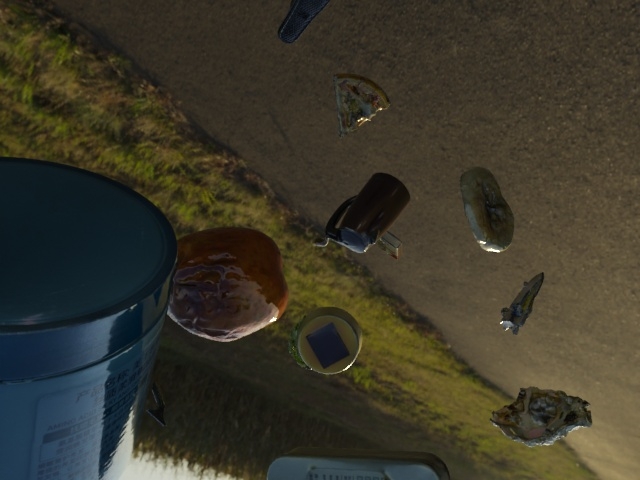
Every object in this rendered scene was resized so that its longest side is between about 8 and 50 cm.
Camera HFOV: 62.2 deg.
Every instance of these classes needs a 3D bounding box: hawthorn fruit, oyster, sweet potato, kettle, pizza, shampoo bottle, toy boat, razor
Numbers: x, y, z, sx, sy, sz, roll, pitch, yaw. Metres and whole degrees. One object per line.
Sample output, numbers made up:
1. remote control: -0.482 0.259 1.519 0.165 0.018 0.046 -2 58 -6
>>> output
1. hawthorn fruit: -0.353 0.159 1.895 0.472 0.471 0.471 15 157 6
2. oyster: 0.722 0.584 1.720 0.107 0.201 0.354 46 156 -10
3. sweet potato: 0.004 0.005 2.201 0.041 0.038 0.153 51 158 -9
4. kettle: 0.129 -0.080 1.582 0.202 0.232 0.144 18 147 38
5. pizza: 0.085 -0.360 1.428 0.185 0.176 0.036 29 -172 -32
6. shampoo bottle: -0.364 0.125 0.634 0.331 0.331 0.342 18 119 -2
7. toy boat: 0.571 0.165 1.477 0.066 0.210 0.084 40 161 4
8. razor: -0.432 0.423 1.415 0.066 0.033 0.190 51 172 -20

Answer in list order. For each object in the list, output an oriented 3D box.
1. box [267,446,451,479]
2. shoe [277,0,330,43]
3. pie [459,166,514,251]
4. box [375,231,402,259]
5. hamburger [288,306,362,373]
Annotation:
1. box: 0.084 0.641 1.089 0.397 0.395 0.111 -7 169 24
2. shoe: -0.034 -0.467 1.058 0.062 0.053 0.159 19 132 -33
3. pie: 0.403 -0.069 1.302 0.052 0.185 0.218 -15 111 47
4. box: 0.226 0.005 1.800 0.115 0.036 0.177 36 174 15
5. hamburger: 0.010 0.190 1.000 0.126 0.141 0.081 44 -176 -3
